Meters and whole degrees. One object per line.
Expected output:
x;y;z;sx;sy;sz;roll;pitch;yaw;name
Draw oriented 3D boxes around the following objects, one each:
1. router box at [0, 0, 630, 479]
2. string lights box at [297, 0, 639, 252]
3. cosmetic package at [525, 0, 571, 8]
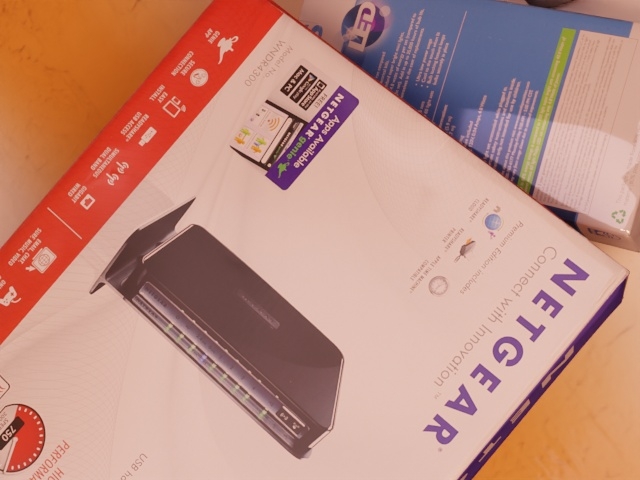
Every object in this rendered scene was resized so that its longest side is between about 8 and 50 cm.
-0.041;0.060;0.648;0.301;0.082;0.335;39;88;19;router box
0.101;-0.091;0.728;0.260;0.077;0.133;16;87;24;string lights box
0.194;-0.372;0.562;0.329;0.394;0.327;-14;76;20;cosmetic package
